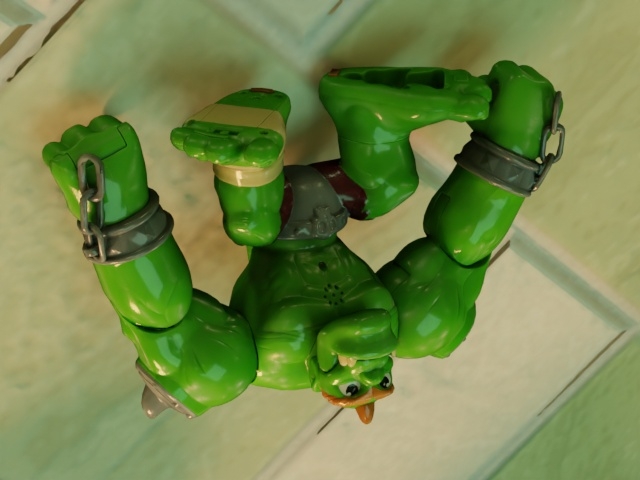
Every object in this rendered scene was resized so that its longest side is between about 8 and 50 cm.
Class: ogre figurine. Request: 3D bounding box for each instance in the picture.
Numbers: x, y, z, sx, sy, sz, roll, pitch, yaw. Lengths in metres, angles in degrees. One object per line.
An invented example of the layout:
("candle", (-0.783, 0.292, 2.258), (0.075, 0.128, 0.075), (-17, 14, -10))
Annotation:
("ogre figurine", (0.000, 0.000, 0.659), (0.197, 0.096, 0.118), (-23, 123, -42))
